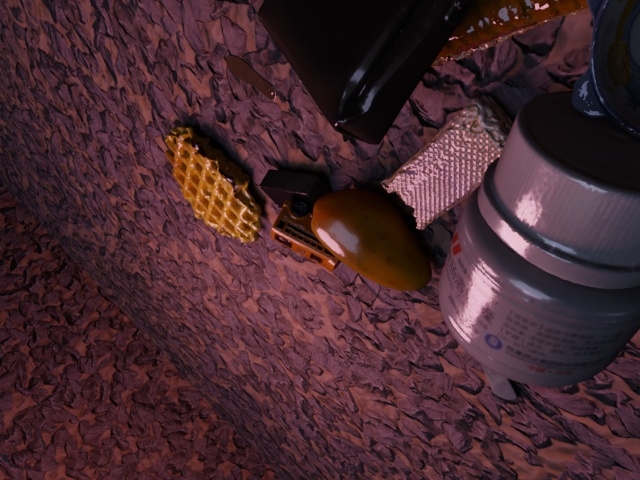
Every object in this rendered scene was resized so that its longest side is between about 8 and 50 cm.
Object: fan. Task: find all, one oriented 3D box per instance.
[{"bbox_3d":[0.305,0.196,0.958,0.057,0.023,0.282,-5,119,58],"label":"fan"}]

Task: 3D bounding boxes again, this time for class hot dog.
[{"bbox_3d":[0.197,-0.274,0.610,0.289,0.068,0.083,-3,112,49],"label":"hot dog"}]

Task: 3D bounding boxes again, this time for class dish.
[{"bbox_3d":[0.373,-0.202,0.463,0.236,0.086,0.228,8,110,40],"label":"dish"}]

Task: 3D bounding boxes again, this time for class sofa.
[{"bbox_3d":[-0.045,-0.103,1.035,0.147,0.060,0.085,13,155,40],"label":"sofa"}]

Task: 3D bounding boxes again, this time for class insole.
[{"bbox_3d":[-0.135,-0.317,0.974,0.135,0.002,0.045,40,144,12],"label":"insole"}]

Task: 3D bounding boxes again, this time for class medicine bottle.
[{"bbox_3d":[0.291,0.004,0.608,0.245,0.245,0.306,30,139,24],"label":"medicine bottle"}]

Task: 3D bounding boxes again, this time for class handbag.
[{"bbox_3d":[0.054,-0.300,0.634,0.257,0.113,0.285,-51,54,35],"label":"handbag"}]

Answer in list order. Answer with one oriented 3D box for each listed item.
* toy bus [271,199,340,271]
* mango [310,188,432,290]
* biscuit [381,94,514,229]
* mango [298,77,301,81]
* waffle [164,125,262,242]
[{"bbox_3d":[0.000,0.000,1.003,0.194,0.088,0.083,28,160,3],"label":"toy bus"},{"bbox_3d":[0.100,-0.003,0.909,0.253,0.138,0.113,37,-176,-2],"label":"mango"},{"bbox_3d":[0.196,-0.112,0.762,0.108,0.062,0.239,50,143,2],"label":"biscuit"},{"bbox_3d":[0.042,-0.263,0.789,0.187,0.066,0.101,12,131,30],"label":"mango"},{"bbox_3d":[-0.263,-0.130,1.232,0.312,0.060,0.307,22,138,33],"label":"waffle"}]
